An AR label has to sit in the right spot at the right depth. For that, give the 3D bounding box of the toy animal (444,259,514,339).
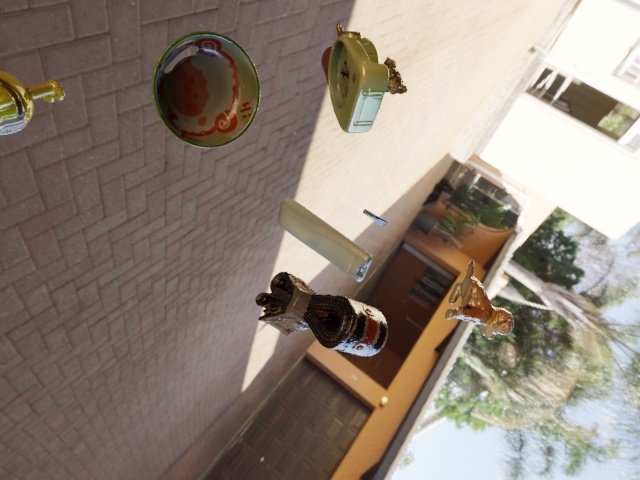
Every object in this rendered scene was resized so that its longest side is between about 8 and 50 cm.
[{"bbox_3d":[0.466,0.170,1.189,0.104,0.185,0.184,122,-7,-75],"label":"toy animal"}]

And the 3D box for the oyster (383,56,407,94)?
[{"bbox_3d":[0.284,-0.657,1.719,0.108,0.166,0.053,-22,166,-9],"label":"oyster"}]

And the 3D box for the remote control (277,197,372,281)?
[{"bbox_3d":[0.001,0.000,1.132,0.051,0.293,0.103,-41,158,-40],"label":"remote control"}]

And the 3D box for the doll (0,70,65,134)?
[{"bbox_3d":[-0.743,-0.284,0.905,0.363,0.199,0.145,-41,124,-43],"label":"doll"}]

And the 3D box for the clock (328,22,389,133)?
[{"bbox_3d":[0.094,-0.492,1.255,0.096,0.308,0.235,-8,151,-15],"label":"clock"}]

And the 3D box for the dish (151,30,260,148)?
[{"bbox_3d":[-0.352,-0.450,1.278,0.324,0.124,0.324,-17,123,-29],"label":"dish"}]

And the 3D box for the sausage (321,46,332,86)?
[{"bbox_3d":[0.062,-0.666,1.669,0.330,0.102,0.102,-100,-155,-43],"label":"sausage"}]

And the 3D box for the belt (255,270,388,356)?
[{"bbox_3d":[-0.012,0.139,0.834,0.359,0.094,0.126,3,-118,57],"label":"belt"}]

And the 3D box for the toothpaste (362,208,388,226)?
[{"bbox_3d":[0.151,-0.062,1.171,0.024,0.083,0.015,-35,-143,37],"label":"toothpaste"}]
